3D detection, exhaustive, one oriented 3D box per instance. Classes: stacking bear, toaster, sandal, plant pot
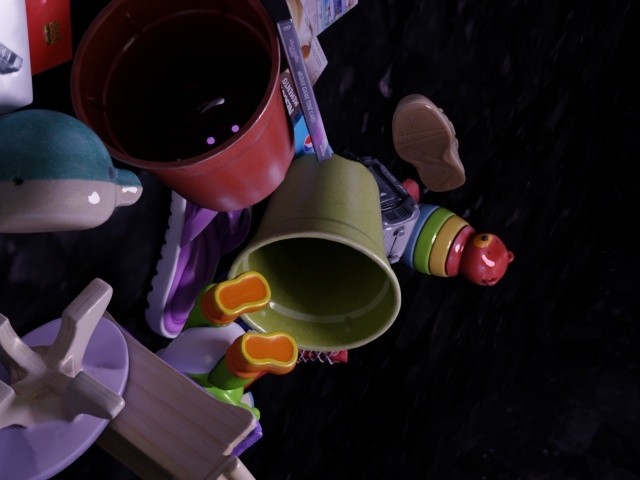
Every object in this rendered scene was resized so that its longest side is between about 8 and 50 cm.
[{"bbox_3d":[0.276,0.007,2.361,0.175,0.289,0.164,-43,146,-39],"label":"stacking bear"},{"bbox_3d":[0.085,-0.055,2.076,0.129,0.227,0.146,-20,141,-28],"label":"toaster"},{"bbox_3d":[-0.164,-0.027,1.715,0.169,0.102,0.416,-17,128,-57],"label":"sandal"},{"bbox_3d":[-0.159,-0.175,1.458,0.272,0.272,0.265,-61,162,-11],"label":"plant pot"},{"bbox_3d":[0.000,0.000,1.786,0.253,0.276,0.276,-83,172,-45],"label":"plant pot"}]

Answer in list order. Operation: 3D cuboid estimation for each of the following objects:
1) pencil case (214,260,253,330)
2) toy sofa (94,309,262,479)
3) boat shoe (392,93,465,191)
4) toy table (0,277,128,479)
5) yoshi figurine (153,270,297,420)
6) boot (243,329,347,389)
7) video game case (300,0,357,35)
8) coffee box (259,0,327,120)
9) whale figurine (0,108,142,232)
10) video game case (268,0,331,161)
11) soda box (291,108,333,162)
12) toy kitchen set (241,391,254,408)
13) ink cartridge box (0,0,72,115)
[{"bbox_3d":[-0.064,0.060,1.956,0.306,0.119,0.133,-32,112,-48],"label":"pencil case"},{"bbox_3d":[-0.240,0.266,1.528,0.177,0.363,0.150,-50,150,-19],"label":"toy sofa"},{"bbox_3d":[0.226,-0.225,2.303,0.341,0.122,0.110,56,26,-59],"label":"boat shoe"},{"bbox_3d":[-0.360,0.181,1.395,0.161,0.252,0.274,102,12,-58],"label":"toy table"},{"bbox_3d":[-0.158,0.191,1.687,0.362,0.203,0.203,-41,-161,47],"label":"yoshi figurine"},{"bbox_3d":[-0.051,0.219,2.056,0.244,0.176,0.088,-45,149,-34],"label":"boot"},{"bbox_3d":[-0.001,-0.443,1.771,0.193,0.023,0.212,-45,146,-36],"label":"video game case"},{"bbox_3d":[-0.091,-0.301,1.632,0.141,0.098,0.246,-58,153,-16],"label":"coffee box"},{"bbox_3d":[-0.324,-0.080,1.304,0.272,0.216,0.141,9,78,-86],"label":"whale figurine"},{"bbox_3d":[-0.041,-0.264,1.464,0.026,0.196,0.274,-17,144,0],"label":"video game case"},{"bbox_3d":[-0.035,-0.163,1.889,0.071,0.067,0.210,-60,154,-14],"label":"soda box"},{"bbox_3d":[-0.215,0.280,1.930,0.207,0.166,0.122,-38,169,32],"label":"toy kitchen set"},{"bbox_3d":[-0.353,-0.281,1.204,0.239,0.060,0.275,-36,141,-44],"label":"ink cartridge box"}]
